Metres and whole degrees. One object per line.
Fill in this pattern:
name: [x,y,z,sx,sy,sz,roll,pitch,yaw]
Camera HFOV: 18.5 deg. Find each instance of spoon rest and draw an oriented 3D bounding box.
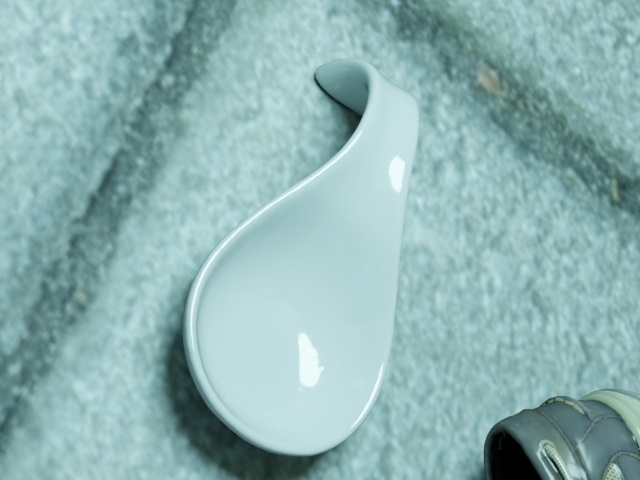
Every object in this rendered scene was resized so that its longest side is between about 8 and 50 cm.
spoon rest: [0.000,0.000,1.182,0.137,0.084,0.276,32,56,-22]

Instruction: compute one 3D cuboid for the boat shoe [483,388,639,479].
boat shoe: [0.169,0.265,1.193,0.130,0.132,0.355,1,64,-26]
